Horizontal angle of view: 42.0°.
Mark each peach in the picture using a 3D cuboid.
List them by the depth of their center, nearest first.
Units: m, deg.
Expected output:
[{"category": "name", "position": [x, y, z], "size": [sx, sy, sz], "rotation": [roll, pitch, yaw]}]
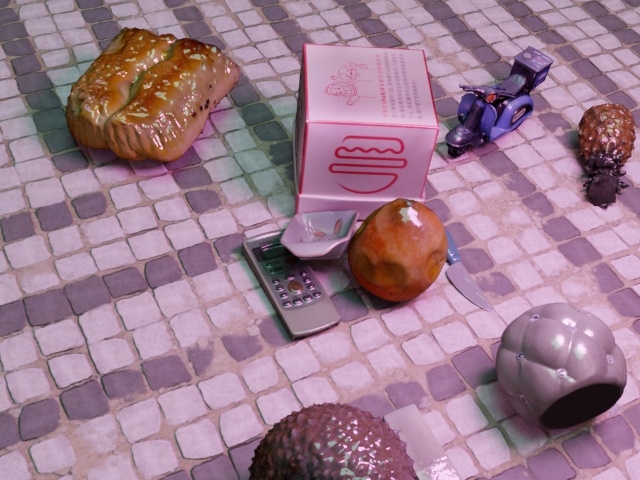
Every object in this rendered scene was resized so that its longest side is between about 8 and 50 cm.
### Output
[{"category": "peach", "position": [0.171, 0.006, 1.793], "size": [0.214, 0.235, 0.214], "rotation": [10, 43, -10]}]

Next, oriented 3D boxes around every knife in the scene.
[{"category": "knife", "position": [0.311, 0.067, 1.894], "size": [0.058, 0.032, 0.244], "rotation": [-12, 54, -20]}]

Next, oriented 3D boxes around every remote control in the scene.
[{"category": "remote control", "position": [-0.066, 0.091, 1.816], "size": [0.123, 0.038, 0.285], "rotation": [-16, 52, -21]}]

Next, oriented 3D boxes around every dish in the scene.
[{"category": "dish", "position": [0.000, 0.000, 1.834], "size": [0.154, 0.064, 0.234], "rotation": [-2, 19, 12]}]

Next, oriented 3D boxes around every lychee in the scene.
[{"category": "lychee", "position": [0.029, 0.413, 1.384], "size": [0.300, 0.300, 0.300], "rotation": [3, 48, -4]}]

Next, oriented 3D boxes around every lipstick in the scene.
[{"category": "lipstick", "position": [0.222, 0.467, 1.480], "size": [0.076, 0.079, 0.371], "rotation": [-17, 53, -20]}]

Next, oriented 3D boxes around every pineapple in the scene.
[{"category": "pineapple", "position": [0.719, -0.212, 2.124], "size": [0.158, 0.158, 0.278], "rotation": [15, 60, 7]}]

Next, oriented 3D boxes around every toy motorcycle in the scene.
[{"category": "toy motorcycle", "position": [0.449, -0.354, 2.163], "size": [0.125, 0.212, 0.358], "rotation": [38, 54, 24]}]

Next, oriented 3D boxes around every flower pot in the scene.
[{"category": "flower pot", "position": [0.459, 0.239, 1.611], "size": [0.246, 0.246, 0.195], "rotation": [-8, 51, -14]}]

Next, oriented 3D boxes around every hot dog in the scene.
[{"category": "hot dog", "position": [-0.436, -0.343, 2.072], "size": [0.367, 0.196, 0.365], "rotation": [14, 45, 14]}]

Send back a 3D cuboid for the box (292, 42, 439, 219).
[{"category": "box", "position": [0.096, -0.254, 1.971], "size": [0.312, 0.300, 0.314], "rotation": [2, 48, -5]}]
